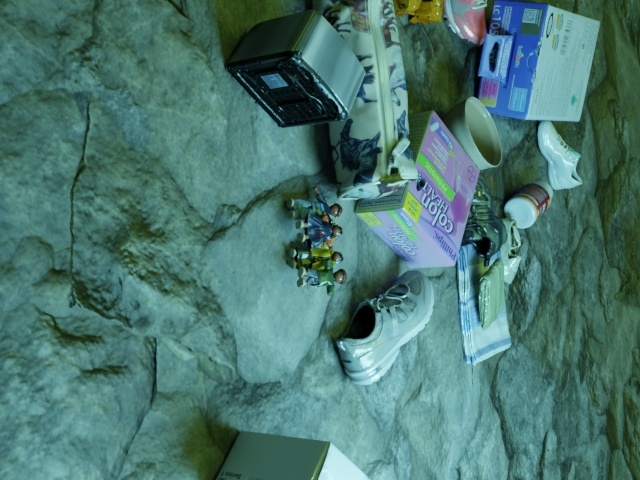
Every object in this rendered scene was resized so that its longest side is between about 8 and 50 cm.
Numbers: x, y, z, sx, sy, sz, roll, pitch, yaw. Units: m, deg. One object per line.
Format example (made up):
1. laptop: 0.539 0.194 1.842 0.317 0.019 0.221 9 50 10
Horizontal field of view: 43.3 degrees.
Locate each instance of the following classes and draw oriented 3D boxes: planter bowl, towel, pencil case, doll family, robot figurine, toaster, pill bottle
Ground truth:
1. planter bowl: 0.314 -0.221 1.779 0.162 0.109 0.162 29 51 -43
2. towel: 0.389 0.137 1.909 0.209 0.034 0.285 -9 93 -50
3. pencil case: 0.085 -0.282 1.463 0.160 0.183 0.410 -7 90 -32
4. doll family: 0.000 0.000 1.427 0.111 0.076 0.193 -1 93 -30
5. robot figurine: 0.196 -0.612 1.687 0.211 0.085 0.291 -6 96 -53
6. toaster: -0.034 -0.278 1.330 0.168 0.185 0.110 43 61 -38
7. towel: 0.394 0.123 1.843 0.110 0.027 0.148 -41 133 -45
8. pill bottle: 0.537 -0.097 2.062 0.152 0.086 0.086 -36 114 -45

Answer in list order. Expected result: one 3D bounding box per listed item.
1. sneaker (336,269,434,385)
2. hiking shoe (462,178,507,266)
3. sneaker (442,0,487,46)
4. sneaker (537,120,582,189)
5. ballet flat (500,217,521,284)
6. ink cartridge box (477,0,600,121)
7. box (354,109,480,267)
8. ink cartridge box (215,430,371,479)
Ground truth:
1. sneaker: 0.128 0.143 1.544 0.281 0.105 0.115 -52 125 -38
2. hiking shoe: 0.344 -0.053 1.812 0.227 0.086 0.114 53 44 -18
3. sneaker: 0.346 -0.601 1.840 0.116 0.136 0.314 -32 112 -46
4. sneaker: 0.667 -0.242 2.222 0.080 0.094 0.212 -45 120 -40
5. ballet flat: 0.472 0.028 1.999 0.057 0.052 0.168 -14 98 -49
6. ink cartridge box: 0.524 -0.437 1.975 0.395 0.151 0.270 -10 112 -52
7. box: 0.205 -0.102 1.647 0.213 0.117 0.243 43 56 -39
8. ink cartridge box: -0.007 0.427 1.287 0.278 0.201 0.117 50 51 -34
